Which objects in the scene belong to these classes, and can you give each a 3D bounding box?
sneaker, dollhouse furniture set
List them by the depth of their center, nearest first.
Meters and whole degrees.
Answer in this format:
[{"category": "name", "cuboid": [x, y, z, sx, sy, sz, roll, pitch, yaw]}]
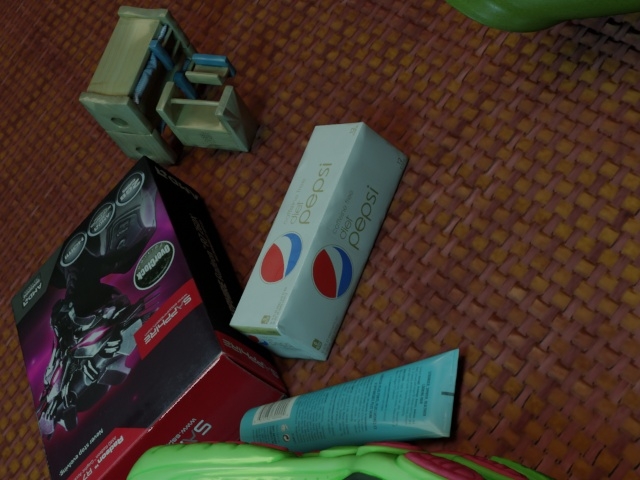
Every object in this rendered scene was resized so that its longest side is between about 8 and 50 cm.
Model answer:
[{"category": "sneaker", "cuboid": [0.030, 0.251, 1.140, 0.483, 0.185, 0.202, -9, 72, 51]}, {"category": "dollhouse furniture set", "cuboid": [-0.141, -0.165, 1.742, 0.183, 0.129, 0.129, 8, 65, 27]}]

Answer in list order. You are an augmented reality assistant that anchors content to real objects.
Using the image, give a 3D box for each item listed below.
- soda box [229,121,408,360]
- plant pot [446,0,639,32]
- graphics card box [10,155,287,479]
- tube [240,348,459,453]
[{"category": "soda box", "cuboid": [0.000, 0.000, 1.448, 0.074, 0.069, 0.216, 0, 62, 51]}, {"category": "plant pot", "cuboid": [0.238, -0.327, 1.231, 0.353, 0.366, 0.366, -23, 44, 55]}, {"category": "graphics card box", "cuboid": [-0.183, 0.102, 1.564, 0.233, 0.094, 0.371, -46, 34, 14]}, {"category": "tube", "cuboid": [0.026, 0.146, 1.314, 0.207, 0.052, 0.080, -18, 53, 35]}]
